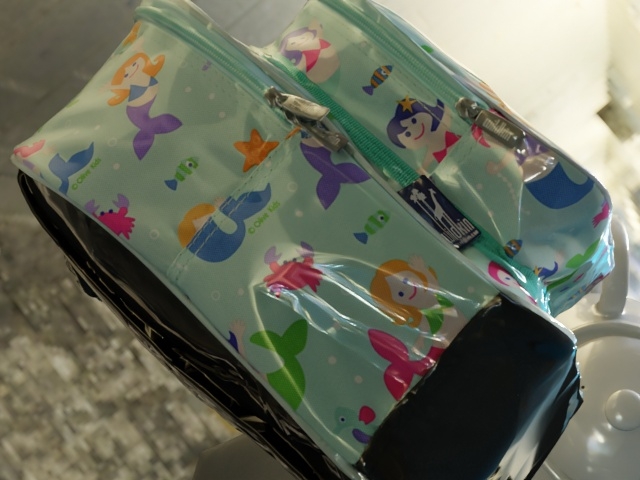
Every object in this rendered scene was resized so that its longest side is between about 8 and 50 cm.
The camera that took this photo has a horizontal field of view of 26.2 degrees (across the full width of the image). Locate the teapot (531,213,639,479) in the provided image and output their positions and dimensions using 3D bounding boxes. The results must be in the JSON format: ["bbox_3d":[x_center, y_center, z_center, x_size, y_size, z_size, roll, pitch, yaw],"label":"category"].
[{"bbox_3d":[0.248,0.149,1.198,0.252,0.256,0.187,-42,169,-9],"label":"teapot"}]

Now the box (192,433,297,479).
[{"bbox_3d":[0.036,0.326,1.039,0.183,0.294,0.296,-31,-145,41],"label":"box"}]

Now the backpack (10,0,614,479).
[{"bbox_3d":[0.000,0.000,0.603,0.191,0.253,0.225,-55,161,-4],"label":"backpack"}]
